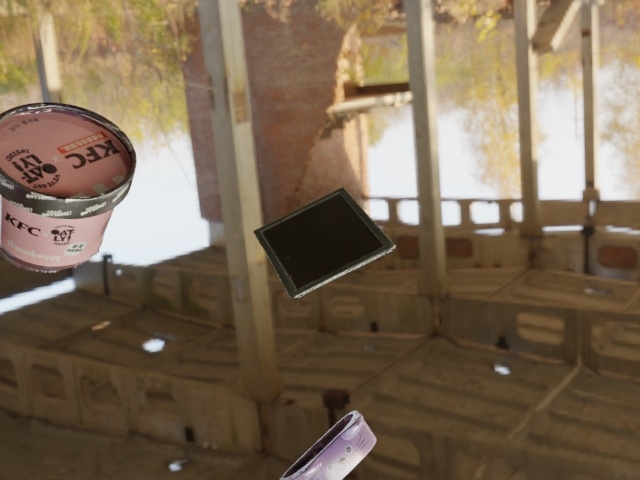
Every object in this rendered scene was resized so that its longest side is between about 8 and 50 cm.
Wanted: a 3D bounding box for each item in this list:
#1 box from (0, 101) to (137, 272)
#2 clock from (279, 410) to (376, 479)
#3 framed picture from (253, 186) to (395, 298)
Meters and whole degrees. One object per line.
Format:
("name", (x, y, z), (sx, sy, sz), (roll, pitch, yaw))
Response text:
("box", (-0.285, -0.051, 0.869), (0.151, 0.135, 0.151), (15, -137, -15))
("clock", (0.017, 0.313, 1.166), (0.152, 0.050, 0.110), (-41, 178, -19))
("framed picture", (0.000, 0.000, 1.446), (0.197, 0.014, 0.252), (-26, -147, -6))
